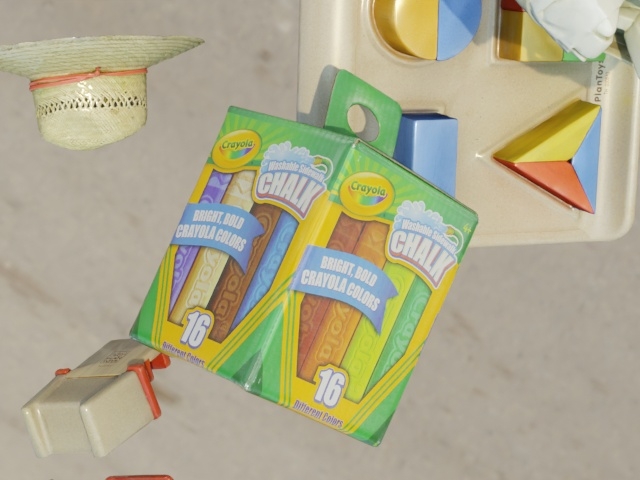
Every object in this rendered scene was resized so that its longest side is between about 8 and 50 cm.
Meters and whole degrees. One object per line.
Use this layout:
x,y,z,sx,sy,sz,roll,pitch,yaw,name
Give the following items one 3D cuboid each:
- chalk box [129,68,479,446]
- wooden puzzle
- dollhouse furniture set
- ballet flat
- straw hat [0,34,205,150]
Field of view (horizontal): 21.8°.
0.000,0.000,1.439,0.180,0.289,0.179,27,175,-42,chalk box
0.154,-0.145,1.582,0.348,0.322,0.080,-2,-167,-16,wooden puzzle
-0.159,0.232,1.495,0.262,0.135,0.259,-6,109,33,dollhouse furniture set
0.224,-0.157,1.209,0.248,0.086,0.086,21,159,-18,ballet flat
-0.137,-0.085,0.997,0.144,0.061,0.144,-5,-178,0,straw hat
